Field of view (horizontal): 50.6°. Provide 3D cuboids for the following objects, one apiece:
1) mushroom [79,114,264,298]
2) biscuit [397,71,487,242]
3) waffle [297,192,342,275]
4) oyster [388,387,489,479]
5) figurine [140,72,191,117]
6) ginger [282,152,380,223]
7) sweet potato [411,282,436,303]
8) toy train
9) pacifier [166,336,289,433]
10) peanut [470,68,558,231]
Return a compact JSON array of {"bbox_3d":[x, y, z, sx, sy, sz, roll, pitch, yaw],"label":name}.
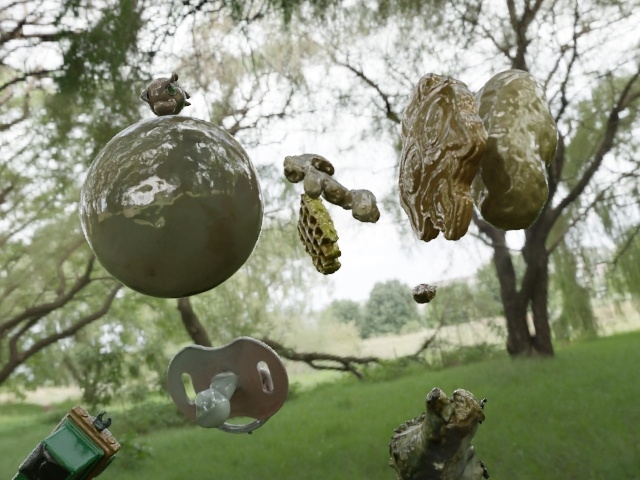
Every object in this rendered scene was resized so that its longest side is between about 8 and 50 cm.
[{"bbox_3d":[-0.286,-0.065,1.354,0.361,0.363,0.294,-12,-6,4],"label":"mushroom"},{"bbox_3d":[0.202,-0.149,1.223,0.051,0.376,0.269,7,-44,-16],"label":"biscuit"},{"bbox_3d":[0.000,0.000,1.752,0.055,0.211,0.161,-14,-35,-18],"label":"waffle"},{"bbox_3d":[0.229,0.390,1.249,0.197,0.337,0.133,23,37,11],"label":"oyster"},{"bbox_3d":[-0.450,-0.414,1.973,0.138,0.125,0.125,-52,12,-30],"label":"figurine"},{"bbox_3d":[0.015,-0.101,1.318,0.149,0.259,0.065,3,-60,-33],"label":"ginger"},{"bbox_3d":[0.307,0.166,2.077,0.068,0.068,0.226,-16,-6,24],"label":"sweet potato"},{"bbox_3d":[-0.704,0.622,1.777,0.429,0.178,0.249,-49,-5,8],"label":"toy train"},{"bbox_3d":[-0.245,0.373,1.726,0.331,0.221,0.273,-10,-22,13],"label":"pacifier"},{"bbox_3d":[0.384,-0.183,1.373,0.192,0.387,0.169,26,-33,-18],"label":"peanut"}]
